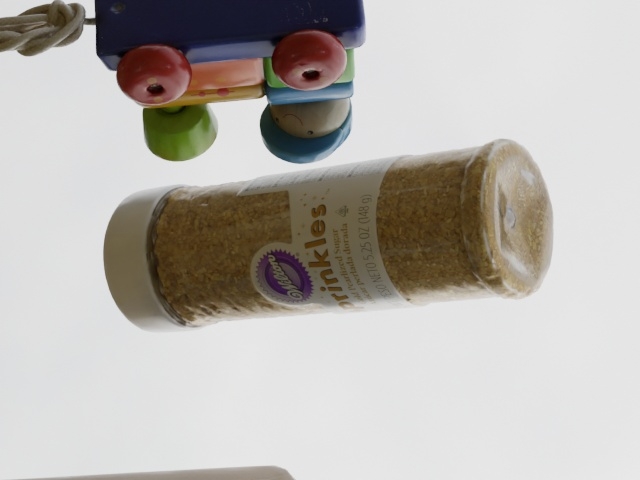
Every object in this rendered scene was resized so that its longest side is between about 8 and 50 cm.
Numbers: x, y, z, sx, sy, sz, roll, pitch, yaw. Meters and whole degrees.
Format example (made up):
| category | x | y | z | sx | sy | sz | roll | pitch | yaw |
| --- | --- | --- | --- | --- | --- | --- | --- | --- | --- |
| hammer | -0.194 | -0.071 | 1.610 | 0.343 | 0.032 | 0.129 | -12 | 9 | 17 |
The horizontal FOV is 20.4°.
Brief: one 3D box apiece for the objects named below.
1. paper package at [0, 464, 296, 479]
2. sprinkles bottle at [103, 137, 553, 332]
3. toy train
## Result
| category | x | y | z | sx | sy | sz | roll | pitch | yaw |
| --- | --- | --- | --- | --- | --- | --- | --- | --- | --- |
| paper package | -0.175 | 0.347 | 1.437 | 0.168 | 0.325 | 0.309 | 53 | -51 | 41 |
| sprinkles bottle | 0.000 | 0.000 | 1.387 | 0.355 | 0.121 | 0.121 | -7 | -96 | 33 |
| toy train | -0.097 | -0.100 | 1.050 | 0.248 | 0.143 | 0.105 | -6 | -122 | 0 |
